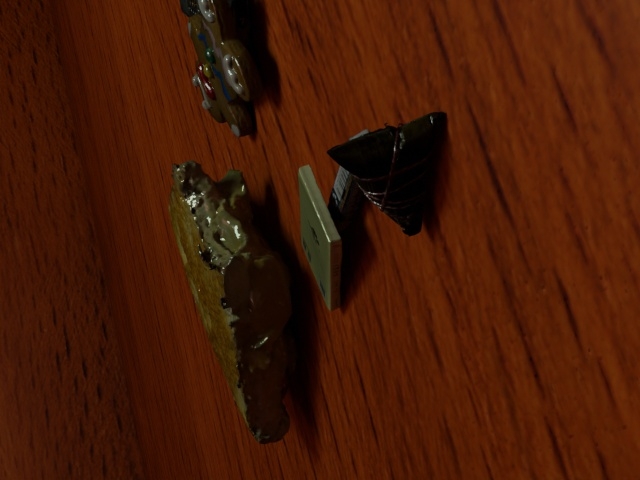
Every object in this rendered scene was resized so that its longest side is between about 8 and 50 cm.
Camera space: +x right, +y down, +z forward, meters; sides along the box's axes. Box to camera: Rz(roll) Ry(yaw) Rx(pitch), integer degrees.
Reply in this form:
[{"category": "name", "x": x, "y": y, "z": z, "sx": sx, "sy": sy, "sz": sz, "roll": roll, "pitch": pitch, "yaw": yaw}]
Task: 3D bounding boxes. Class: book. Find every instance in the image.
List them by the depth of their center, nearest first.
[{"category": "book", "x": 0.001, "y": 0.000, "z": 0.720, "sx": 0.111, "sy": 0.014, "sz": 0.077, "roll": 90, "pitch": 160, "yaw": -57}]

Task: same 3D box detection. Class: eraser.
[{"category": "eraser", "x": 0.024, "y": -0.044, "z": 0.663, "sx": 0.099, "sy": 0.019, "sz": 0.027, "roll": 106, "pitch": 147, "yaw": -53}]

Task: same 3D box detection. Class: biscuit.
[{"category": "biscuit", "x": -0.106, "y": -0.171, "z": 0.893, "sx": 0.138, "sy": 0.031, "sz": 0.205, "roll": 66, "pitch": 166, "yaw": 0}]

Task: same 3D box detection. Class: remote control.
[{"category": "remote control", "x": -0.117, "y": -0.254, "z": 0.931, "sx": 0.212, "sy": 0.028, "sz": 0.059, "roll": -134, "pitch": 44, "yaw": -55}]

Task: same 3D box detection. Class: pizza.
[{"category": "pizza", "x": -0.088, "y": 0.033, "z": 0.891, "sx": 0.223, "sy": 0.089, "sz": 0.324, "roll": 98, "pitch": 152, "yaw": -50}]

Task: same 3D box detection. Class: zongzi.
[{"category": "zongzi", "x": 0.053, "y": -0.055, "z": 0.559, "sx": 0.083, "sy": 0.073, "sz": 0.067, "roll": 41, "pitch": -158, "yaw": -55}]
